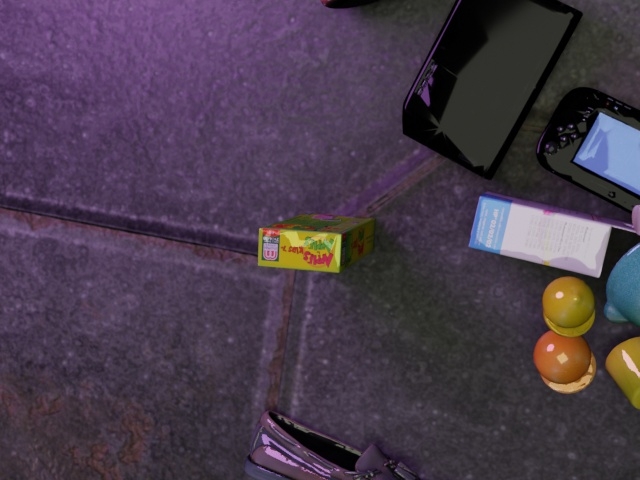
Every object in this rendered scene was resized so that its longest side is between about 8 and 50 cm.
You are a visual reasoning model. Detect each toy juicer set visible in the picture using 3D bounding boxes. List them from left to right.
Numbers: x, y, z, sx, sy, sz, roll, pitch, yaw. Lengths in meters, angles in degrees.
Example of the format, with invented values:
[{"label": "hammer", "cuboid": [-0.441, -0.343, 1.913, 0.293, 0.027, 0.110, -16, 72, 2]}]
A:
[{"label": "toy juicer set", "cuboid": [0.332, 0.037, 0.969, 0.209, 0.089, 0.329, 8, 129, -17]}]

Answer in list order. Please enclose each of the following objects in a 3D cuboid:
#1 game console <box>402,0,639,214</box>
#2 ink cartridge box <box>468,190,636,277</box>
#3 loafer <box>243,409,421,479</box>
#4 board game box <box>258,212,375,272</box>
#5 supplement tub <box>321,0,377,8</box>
[{"label": "game console", "cuboid": [0.282, -0.140, 1.054, 0.361, 0.044, 0.213, 30, 103, 14]}, {"label": "ink cartridge box", "cuboid": [0.265, -0.005, 1.055, 0.181, 0.104, 0.062, 13, 99, 13]}, {"label": "loafer", "cuboid": [0.035, 0.281, 1.159, 0.267, 0.096, 0.084, 12, 94, 15]}, {"label": "board game box", "cuboid": [0.000, 0.000, 1.085, 0.092, 0.181, 0.043, 4, 98, 14]}, {"label": "supplement tub", "cuboid": [0.029, -0.373, 1.073, 0.106, 0.106, 0.198, -13, 94, 16]}]
